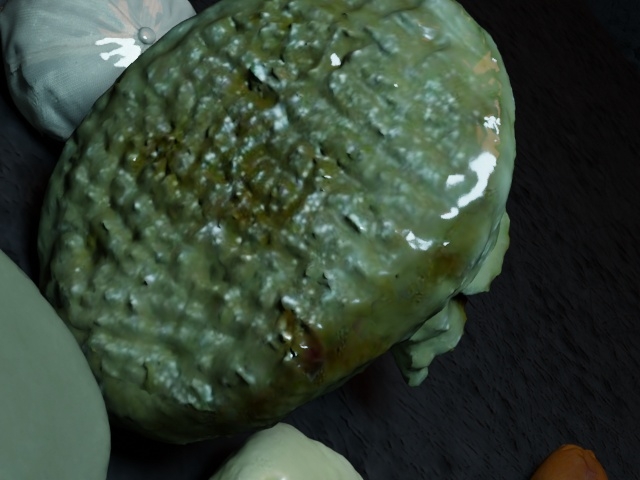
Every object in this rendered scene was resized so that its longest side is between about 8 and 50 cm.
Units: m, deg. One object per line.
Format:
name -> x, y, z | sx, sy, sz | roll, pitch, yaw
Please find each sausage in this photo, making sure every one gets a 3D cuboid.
sausage -> 0.249, 0.285, 1.078 | 0.089, 0.089, 0.179 | 40, 35, -12

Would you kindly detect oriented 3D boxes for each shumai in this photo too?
shumai -> 0.000, 0.000, 0.870 | 0.324, 0.397, 0.323 | 58, 11, 29

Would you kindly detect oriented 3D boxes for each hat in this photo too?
hat -> -0.192, -0.198, 1.004 | 0.232, 0.161, 0.275 | 31, 31, -32

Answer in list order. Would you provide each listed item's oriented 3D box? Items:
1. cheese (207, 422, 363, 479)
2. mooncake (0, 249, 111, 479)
cheese -> -0.035, 0.245, 0.760 | 0.159, 0.093, 0.263 | 46, 31, -6
mooncake -> -0.251, 0.115, 0.605 | 0.275, 0.135, 0.275 | 31, 38, -28
